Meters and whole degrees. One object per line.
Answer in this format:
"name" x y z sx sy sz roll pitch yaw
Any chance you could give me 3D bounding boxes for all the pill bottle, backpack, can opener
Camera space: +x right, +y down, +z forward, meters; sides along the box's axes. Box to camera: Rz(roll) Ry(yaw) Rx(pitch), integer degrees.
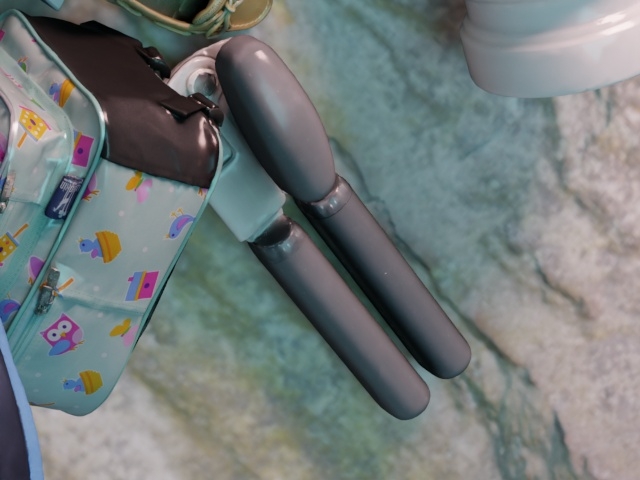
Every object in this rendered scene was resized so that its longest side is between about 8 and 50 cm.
"pill bottle" 0.115 -0.222 1.071 0.153 0.153 0.265 -23 114 -17
"backpack" -0.151 -0.009 1.003 0.144 0.166 0.188 5 115 -35
"can opener" 0.000 0.000 1.128 0.074 0.093 0.280 -42 123 -9

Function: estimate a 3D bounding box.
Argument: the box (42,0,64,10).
"box" -0.133 -0.237 1.015 0.145 0.038 0.186 41 88 -30

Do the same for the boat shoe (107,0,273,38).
"boat shoe" -0.074 -0.136 1.045 0.153 0.048 0.056 16 107 -52

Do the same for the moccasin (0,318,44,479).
"moccasin" -0.226 -0.005 0.885 0.137 0.342 0.117 -42 153 24
